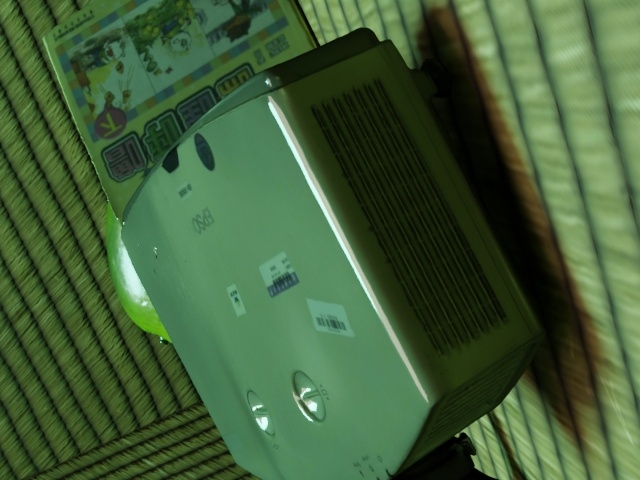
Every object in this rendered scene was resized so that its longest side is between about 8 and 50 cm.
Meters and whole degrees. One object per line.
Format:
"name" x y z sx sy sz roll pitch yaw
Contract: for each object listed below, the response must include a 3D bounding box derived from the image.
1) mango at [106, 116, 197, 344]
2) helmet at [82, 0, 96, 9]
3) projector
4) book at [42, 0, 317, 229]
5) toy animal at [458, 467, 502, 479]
"mango" -0.086 -0.013 1.079 0.100 0.119 0.178 -19 -64 -60
"helmet" -0.105 -0.162 1.156 0.204 0.137 0.257 73 172 -58
"projector" 0.004 0.028 0.722 0.193 0.088 0.269 63 157 2
"book" -0.081 -0.102 1.026 0.192 0.168 0.013 64 -169 23
"toy animal" 0.028 0.033 0.891 0.195 0.090 0.324 30 145 41
